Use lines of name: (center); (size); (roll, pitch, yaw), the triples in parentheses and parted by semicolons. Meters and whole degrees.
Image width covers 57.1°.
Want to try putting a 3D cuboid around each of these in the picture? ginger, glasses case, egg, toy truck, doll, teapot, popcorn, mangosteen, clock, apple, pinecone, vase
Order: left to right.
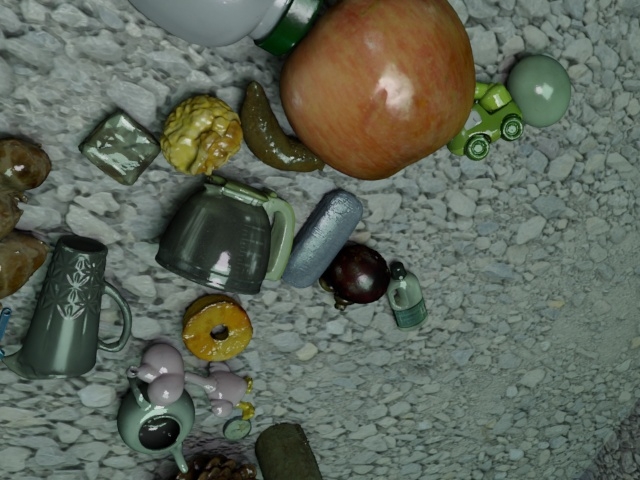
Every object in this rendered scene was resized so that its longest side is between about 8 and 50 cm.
ginger: (-0.646, -0.013, 1.124); (0.256, 0.176, 0.375); (-10, 121, -37)
vase: (-0.533, 0.147, 1.280); (0.251, 0.156, 0.300); (11, 106, -25)
teapot: (-0.415, 0.454, 1.494); (0.193, 0.129, 0.294); (-27, 120, -12)
pinecone: (-0.339, 0.781, 1.597); (0.385, 0.384, 0.384); (-10, 120, -19)
doll: (-0.312, 0.356, 1.473); (0.365, 0.160, 0.094); (22, 131, -35)
popcorn: (-0.240, -0.207, 1.197); (0.180, 0.180, 0.170); (-33, 96, -4)
clock: (-0.239, 0.543, 1.693); (0.085, 0.017, 0.085); (-10, 120, -18)
teapot: (-0.175, -0.009, 1.299); (0.322, 0.239, 0.239); (19, 94, -25)
glasses case: (0.000, 0.000, 1.476); (0.109, 0.067, 0.282); (29, 104, -27)
mangosteen: (0.087, 0.096, 1.514); (0.184, 0.172, 0.172); (-24, 126, 13)
apple: (0.111, -0.306, 1.165); (0.391, 0.391, 0.346); (-40, 105, 0)
toy truck: (0.392, -0.311, 1.441); (0.187, 0.148, 0.210); (-14, 104, 0)
egg: (0.544, -0.370, 1.465); (0.149, 0.149, 0.192); (-38, 125, -1)

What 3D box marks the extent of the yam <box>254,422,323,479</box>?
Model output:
yam: (-0.077, 0.688, 1.685); (0.168, 0.304, 0.168); (-12, 130, -15)

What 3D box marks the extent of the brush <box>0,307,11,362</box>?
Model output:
brush: (-0.720, 0.219, 1.308); (0.051, 0.014, 0.164); (17, 108, -31)

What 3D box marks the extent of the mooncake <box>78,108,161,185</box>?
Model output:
mooncake: (-0.402, -0.187, 1.192); (0.125, 0.073, 0.130); (-42, 123, 6)

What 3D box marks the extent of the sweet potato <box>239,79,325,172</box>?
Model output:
sweet potato: (-0.095, -0.222, 1.296); (0.124, 0.098, 0.310); (-37, 133, 14)

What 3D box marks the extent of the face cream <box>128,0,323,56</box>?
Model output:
face cream: (-0.181, -0.499, 1.030); (0.357, 0.219, 0.312); (21, 101, -29)

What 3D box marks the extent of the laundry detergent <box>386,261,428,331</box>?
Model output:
laundry detergent: (0.239, 0.154, 1.662); (0.099, 0.070, 0.225); (-23, 124, -3)

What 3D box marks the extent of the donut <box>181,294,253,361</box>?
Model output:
donut: (-0.261, 0.214, 1.473); (0.174, 0.074, 0.190); (-43, 129, 1)
